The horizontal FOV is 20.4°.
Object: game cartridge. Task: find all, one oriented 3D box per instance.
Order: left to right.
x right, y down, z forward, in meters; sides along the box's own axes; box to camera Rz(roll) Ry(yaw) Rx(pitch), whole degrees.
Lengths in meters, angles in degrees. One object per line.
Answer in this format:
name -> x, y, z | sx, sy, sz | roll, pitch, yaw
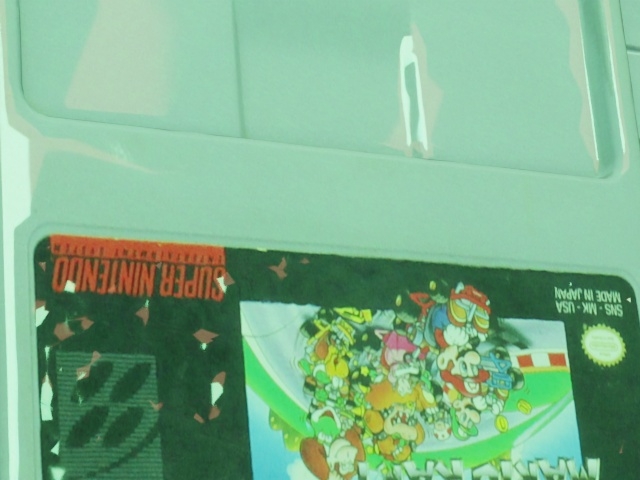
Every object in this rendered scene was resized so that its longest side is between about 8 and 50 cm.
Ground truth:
game cartridge -> 0.000, 0.000, 0.580 | 0.355, 0.068, 0.230 | 4, 66, -28
